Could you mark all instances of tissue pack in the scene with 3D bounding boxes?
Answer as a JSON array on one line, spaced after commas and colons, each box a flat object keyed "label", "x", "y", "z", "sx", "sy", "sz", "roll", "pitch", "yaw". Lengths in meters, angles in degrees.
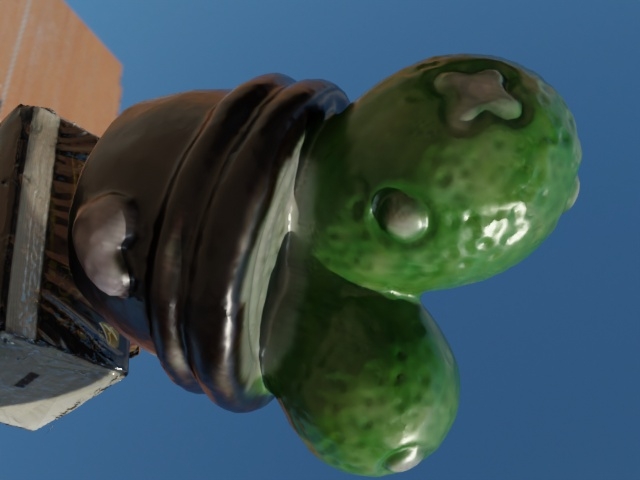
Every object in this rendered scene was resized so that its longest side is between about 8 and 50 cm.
[{"label": "tissue pack", "x": -0.368, "y": 0.033, "z": 1.022, "sx": 0.210, "sy": 0.198, "sz": 0.370, "roll": -30, "pitch": -133, "yaw": 27}]

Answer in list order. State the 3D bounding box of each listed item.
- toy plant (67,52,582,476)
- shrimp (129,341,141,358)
[{"label": "toy plant", "x": 0.000, "y": 0.000, "z": 0.417, "sx": 0.235, "sy": 0.175, "sz": 0.218, "roll": 16, "pitch": -82, "yaw": 16}, {"label": "shrimp", "x": -0.361, "y": 0.124, "z": 1.338, "sx": 0.117, "sy": 0.262, "sz": 0.066, "roll": 0, "pitch": -121, "yaw": -6}]
